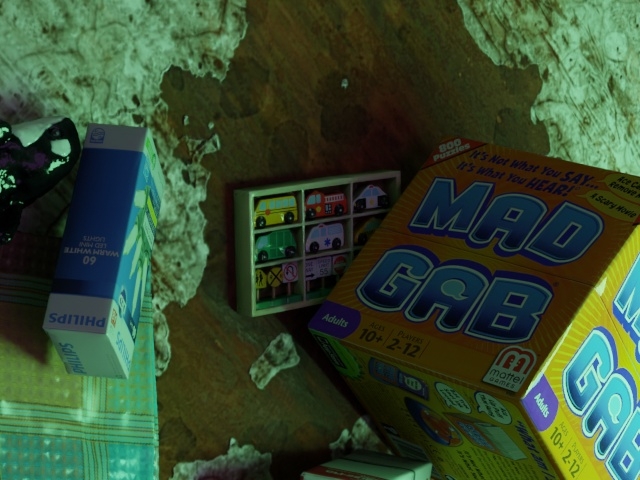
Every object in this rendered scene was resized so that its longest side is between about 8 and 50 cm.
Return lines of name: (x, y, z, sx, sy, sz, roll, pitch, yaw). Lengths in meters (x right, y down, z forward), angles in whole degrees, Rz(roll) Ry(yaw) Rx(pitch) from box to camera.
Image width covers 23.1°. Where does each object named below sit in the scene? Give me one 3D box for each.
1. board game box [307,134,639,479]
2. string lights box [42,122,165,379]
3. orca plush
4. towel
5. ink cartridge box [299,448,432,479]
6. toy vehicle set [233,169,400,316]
board game box: (0.277, 0.129, 2.120, 0.356, 0.356, 0.356, -53, 135, -21)
string lights box: (-0.243, 0.012, 1.783, 0.133, 0.077, 0.259, 82, 14, -63)
orca plush: (-0.371, -0.043, 1.693, 0.287, 0.102, 0.151, -20, 152, -42)
towel: (-0.294, 0.175, 1.799, 0.271, 0.040, 0.370, 11, 70, -45)
ink cartridge box: (0.053, 0.395, 2.081, 0.273, 0.114, 0.197, 2, 96, -73)
toy vehicle set: (0.000, 0.000, 2.108, 0.267, 0.035, 0.166, -10, 103, -39)
